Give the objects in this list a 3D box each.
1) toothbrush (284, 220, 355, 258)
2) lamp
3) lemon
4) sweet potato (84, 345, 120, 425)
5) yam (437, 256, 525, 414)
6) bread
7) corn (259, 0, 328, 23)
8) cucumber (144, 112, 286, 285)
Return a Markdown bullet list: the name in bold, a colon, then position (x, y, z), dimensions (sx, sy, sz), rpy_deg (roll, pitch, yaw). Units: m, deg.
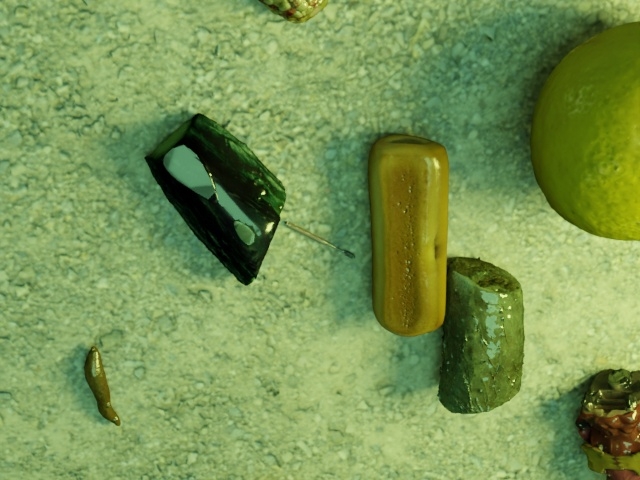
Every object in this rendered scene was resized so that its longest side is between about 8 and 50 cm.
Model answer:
- **toothbrush**: position (0.000, 0.000, 1.549), dimensions (0.097, 0.008, 0.006), rpy_deg (26, 93, -18)
- **lamp**: position (0.409, 0.284, 1.691), dimensions (0.118, 0.118, 0.253), rpy_deg (-24, 114, 1)
- **lemon**: position (0.336, -0.112, 1.443), dimensions (0.219, 0.240, 0.240), rpy_deg (-22, 118, 26)
- **sweet potato**: position (-0.263, 0.177, 1.571), dimensions (0.026, 0.026, 0.115), rpy_deg (-13, 117, -5)
- **yam**: position (0.195, 0.114, 1.584), dimensions (0.107, 0.107, 0.183), rpy_deg (-5, 111, -8)
- **bread**: position (0.102, -0.007, 1.527), dimensions (0.093, 0.074, 0.239), rpy_deg (4, 115, 11)
- **corn**: position (-0.083, -0.319, 1.354), dimensions (0.086, 0.086, 0.253), rpy_deg (-41, 115, 8)
- **cucumber**: position (-0.106, -0.044, 1.477), dimensions (0.115, 0.086, 0.193), rpy_deg (-38, 108, 9)
